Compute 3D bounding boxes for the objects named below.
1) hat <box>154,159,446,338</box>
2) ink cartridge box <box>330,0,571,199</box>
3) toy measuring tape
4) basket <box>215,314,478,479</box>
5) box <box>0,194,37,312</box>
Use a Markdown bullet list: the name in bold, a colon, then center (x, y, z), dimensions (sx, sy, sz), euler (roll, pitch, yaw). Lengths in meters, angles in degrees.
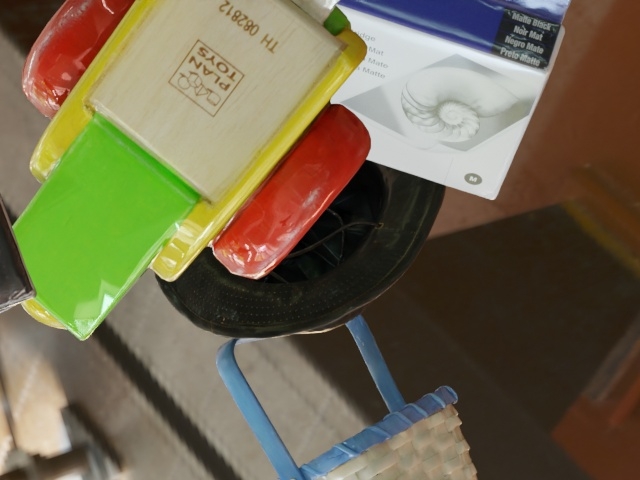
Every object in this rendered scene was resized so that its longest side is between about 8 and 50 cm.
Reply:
- **hat**: center (0.000, 0.000, 1.564), dimensions (0.331, 0.331, 0.134), euler (21, 153, 40)
- **ink cartridge box**: center (0.055, -0.139, 1.105), dimensions (0.223, 0.045, 0.224), euler (18, 144, 4)
- **toy measuring tape**: center (-0.006, -0.085, 0.485), dimensions (0.330, 0.121, 0.121), euler (-48, 67, 33)
- **basket**: center (0.027, 0.211, 1.589), dimensions (0.201, 0.255, 0.289), euler (-30, 80, 34)
- **box**: center (-0.157, -0.123, 0.301), dimensions (0.169, 0.087, 0.290), euler (41, 149, 59)
